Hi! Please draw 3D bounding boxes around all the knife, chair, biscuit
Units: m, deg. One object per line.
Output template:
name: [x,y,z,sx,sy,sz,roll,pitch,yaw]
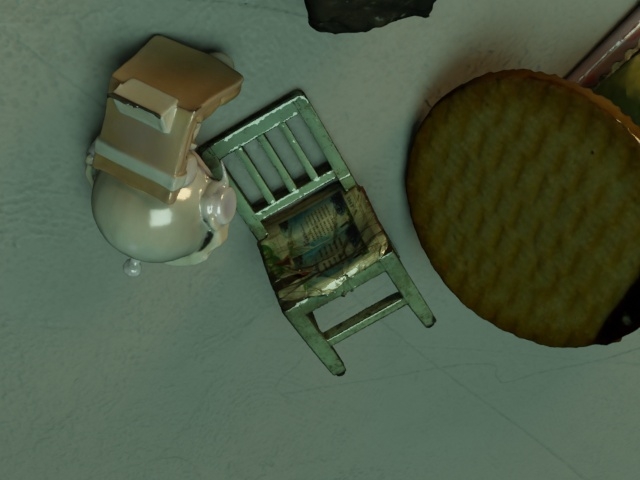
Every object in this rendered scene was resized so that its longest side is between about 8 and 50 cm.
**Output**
knife: [0.306,-0.170,1.046,0.132,0.038,0.398,32,110,-36]
chair: [0.000,0.000,1.007,0.136,0.147,0.270,-28,129,5]
biscuit: [0.225,-0.027,0.983,0.040,0.318,0.318,-35,140,-41]

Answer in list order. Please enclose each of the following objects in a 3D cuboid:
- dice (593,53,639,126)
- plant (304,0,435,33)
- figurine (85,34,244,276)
dice: [0.416,-0.061,1.006,0.226,0.238,0.233,-14,135,-23]
plant: [0.064,-0.287,0.793,0.234,0.204,0.178,-20,138,11]
figurine: [-0.156,-0.069,0.927,0.162,0.141,0.237,22,126,13]
